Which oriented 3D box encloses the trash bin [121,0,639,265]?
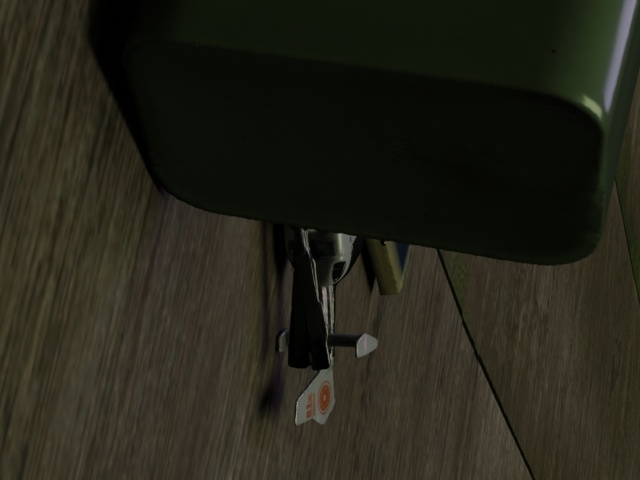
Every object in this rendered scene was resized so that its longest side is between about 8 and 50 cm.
[{"bbox_3d":[0.059,-0.173,0.895,0.158,0.223,0.343,80,21,-60],"label":"trash bin"}]

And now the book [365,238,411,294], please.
[{"bbox_3d":[0.055,-0.158,1.262,0.228,0.018,0.322,74,25,-47],"label":"book"}]

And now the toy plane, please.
[{"bbox_3d":[0.000,0.001,1.050,0.078,0.053,0.197,-13,104,-65],"label":"toy plane"}]
